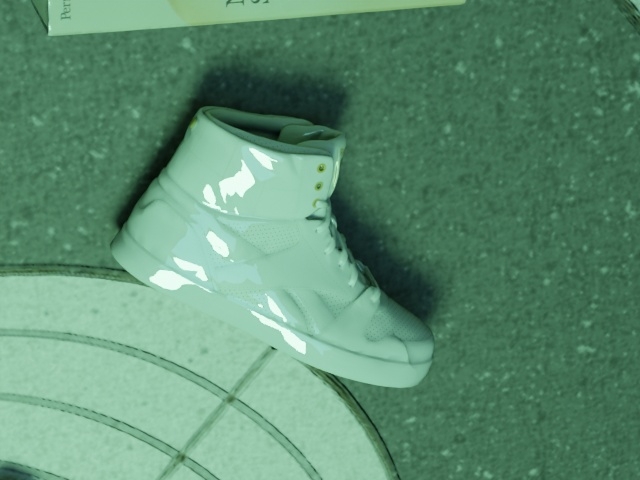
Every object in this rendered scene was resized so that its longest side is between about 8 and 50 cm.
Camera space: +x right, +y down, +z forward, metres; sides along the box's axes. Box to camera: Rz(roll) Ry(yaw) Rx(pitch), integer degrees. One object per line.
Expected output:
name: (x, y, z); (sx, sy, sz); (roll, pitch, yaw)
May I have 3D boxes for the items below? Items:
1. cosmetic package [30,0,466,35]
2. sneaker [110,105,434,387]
cosmetic package: (-0.054, -0.245, 1.384); (0.309, 0.113, 0.160); (-8, 116, -15)
sneaker: (0.000, 0.000, 1.549); (0.292, 0.108, 0.169); (25, 107, -25)
